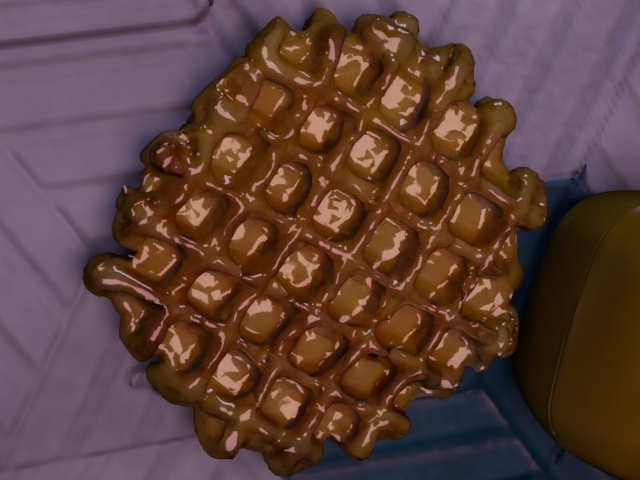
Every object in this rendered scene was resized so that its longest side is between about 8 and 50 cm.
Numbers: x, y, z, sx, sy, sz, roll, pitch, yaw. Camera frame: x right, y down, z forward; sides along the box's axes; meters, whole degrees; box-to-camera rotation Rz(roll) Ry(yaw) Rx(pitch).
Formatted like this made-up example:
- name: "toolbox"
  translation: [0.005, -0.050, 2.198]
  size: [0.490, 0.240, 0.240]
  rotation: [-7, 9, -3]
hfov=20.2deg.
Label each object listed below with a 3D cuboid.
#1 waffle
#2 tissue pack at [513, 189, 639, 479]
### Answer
- name: "waffle"
  translation: [0.004, 0.002, 0.709]
  size: [0.191, 0.038, 0.191]
  rotation: [-4, 103, -16]
- name: "tissue pack"
  translation: [0.178, 0.051, 0.727]
  size: [0.178, 0.127, 0.123]
  rotation: [15, 99, -19]
